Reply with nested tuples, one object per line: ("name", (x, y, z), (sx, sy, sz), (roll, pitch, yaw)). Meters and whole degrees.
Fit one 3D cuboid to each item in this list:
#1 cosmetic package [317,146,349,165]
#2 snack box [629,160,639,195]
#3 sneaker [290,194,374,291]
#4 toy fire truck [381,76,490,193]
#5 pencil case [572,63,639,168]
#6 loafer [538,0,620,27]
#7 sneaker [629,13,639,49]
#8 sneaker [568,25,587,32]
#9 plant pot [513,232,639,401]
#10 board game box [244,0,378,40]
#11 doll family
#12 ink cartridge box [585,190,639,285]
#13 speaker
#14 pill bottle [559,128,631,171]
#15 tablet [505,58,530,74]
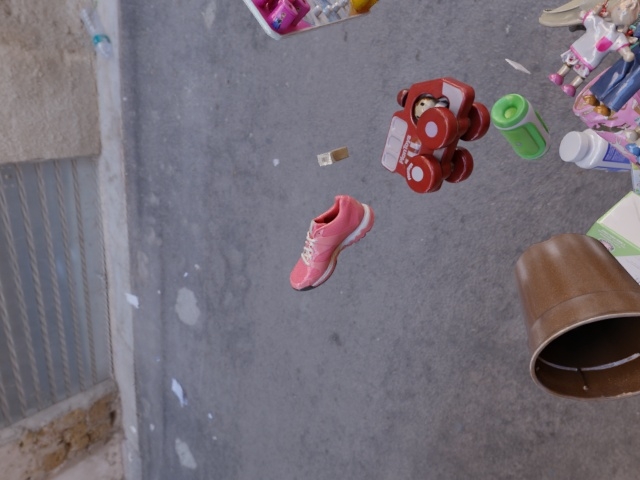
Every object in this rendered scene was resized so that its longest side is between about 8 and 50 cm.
("cosmetic package", (0.048, -0.309, 1.515), (0.060, 0.115, 0.041), (-4, 109, 38))
("snack box", (1.124, -0.221, 1.410), (0.101, 0.037, 0.141), (-9, 102, 28))
("sneaker", (0.000, -0.001, 1.142), (0.313, 0.136, 0.116), (-50, 38, 9))
("toy fire truck", (0.278, -0.283, 1.102), (0.254, 0.170, 0.301), (44, 140, 36))
("pencil case", (0.847, -0.287, 1.073), (0.386, 0.160, 0.167), (36, 140, -3))
("loafer", (0.765, -0.670, 1.187), (0.269, 0.102, 0.091), (30, 134, 51))
("sneaker", (0.522, -0.338, 0.629), (0.065, 0.166, 0.076), (39, 94, 1))
("sneaker", (0.971, -0.864, 1.448), (0.130, 0.109, 0.285), (14, 94, 14))
("plant pot", (0.335, 0.087, 0.530), (0.167, 0.165, 0.166), (4, 129, 5))
("board game box", (-0.080, -0.542, 0.685), (0.050, 0.390, 0.389), (-27, 104, 40))
("doll family", (0.474, -0.235, 0.581), (0.262, 0.119, 0.163), (61, 142, 26))
("ink cartridge box", (0.704, 0.071, 0.966), (0.207, 0.119, 0.353), (46, 168, 27))
("speaker", (0.717, -0.395, 1.470), (0.131, 0.297, 0.131), (-19, 61, 38))
("pill bottle", (1.062, -0.342, 1.559), (0.152, 0.273, 0.152), (-175, 90, -83))
("tablet", (0.584, -0.514, 1.223), (0.006, 0.084, 0.054), (-56, 51, 39))
